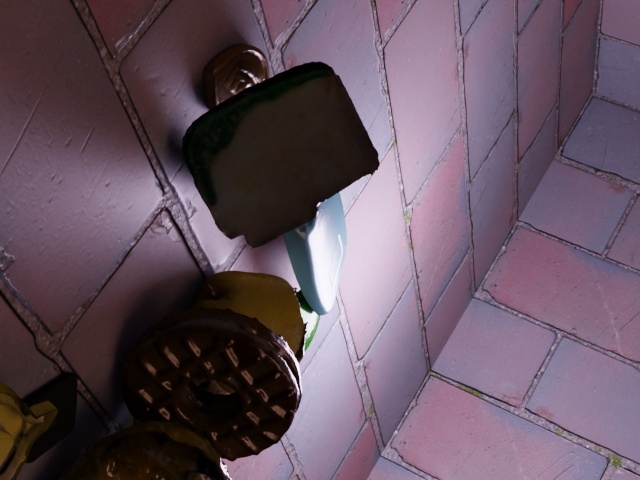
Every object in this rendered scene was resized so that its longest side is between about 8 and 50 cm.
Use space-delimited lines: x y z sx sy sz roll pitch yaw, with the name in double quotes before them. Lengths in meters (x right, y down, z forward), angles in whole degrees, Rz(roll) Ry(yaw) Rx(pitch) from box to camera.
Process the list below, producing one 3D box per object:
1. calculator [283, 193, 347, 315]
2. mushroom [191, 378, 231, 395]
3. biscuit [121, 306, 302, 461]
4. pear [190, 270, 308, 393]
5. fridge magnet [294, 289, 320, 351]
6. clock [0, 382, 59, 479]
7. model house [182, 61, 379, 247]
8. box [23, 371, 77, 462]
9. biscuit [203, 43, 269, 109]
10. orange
"calculator" 0.000 0.000 2.445 0.386 0.054 0.256 74 26 -56
"mushroom" -0.226 0.351 2.247 0.285 0.151 0.156 -58 155 -19
"biscuit" -0.194 0.261 2.038 0.103 0.332 0.332 -84 180 -53
"pear" -0.173 0.160 2.150 0.178 0.267 0.267 28 85 -41
"fridge magnet" -0.064 0.194 2.536 0.208 0.088 0.208 -48 152 -36
"clock" -0.535 0.310 1.603 0.277 0.071 0.293 -54 152 3
"model house" -0.066 -0.156 1.989 0.298 0.243 0.284 -27 -174 6
"box" -0.445 0.288 1.862 0.125 0.027 0.126 -37 143 -55
"biscuit" -0.140 -0.271 1.984 0.142 0.029 0.221 -64 157 -5
"orange" -0.340 0.464 1.990 0.369 0.210 0.271 -42 113 -3
